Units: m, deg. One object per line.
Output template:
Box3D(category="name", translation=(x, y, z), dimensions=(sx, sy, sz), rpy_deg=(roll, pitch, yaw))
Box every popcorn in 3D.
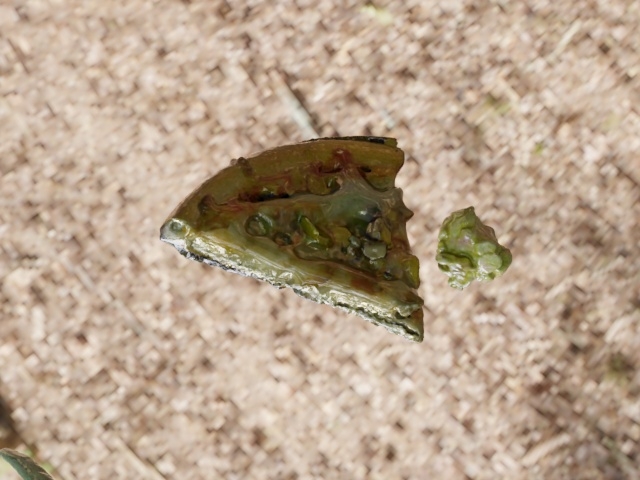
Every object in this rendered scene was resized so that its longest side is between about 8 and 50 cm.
Box3D(category="popcorn", translation=(0.182, 0.009, 2.097), dimensions=(0.089, 0.109, 0.097), rpy_deg=(-28, 107, 7))

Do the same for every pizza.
Box3D(category="pizza", translation=(0.000, 0.000, 1.045), dimensions=(0.176, 0.185, 0.036), rpy_deg=(55, 145, 38))

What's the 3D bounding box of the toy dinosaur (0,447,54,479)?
Box3D(category="toy dinosaur", translation=(-0.111, 0.229, 0.805), dimensions=(0.092, 0.205, 0.393), rpy_deg=(102, 151, -46))
